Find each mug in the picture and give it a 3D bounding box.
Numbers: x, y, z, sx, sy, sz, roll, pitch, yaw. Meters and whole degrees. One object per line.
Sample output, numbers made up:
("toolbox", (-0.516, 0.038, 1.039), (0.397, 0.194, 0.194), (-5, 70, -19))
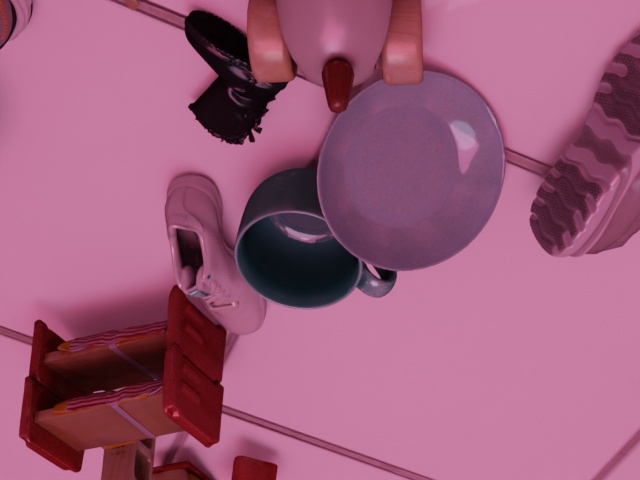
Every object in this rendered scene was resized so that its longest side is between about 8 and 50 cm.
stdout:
("mug", (-0.010, 0.000, 1.127), (0.129, 0.097, 0.158), (-22, 123, 24))

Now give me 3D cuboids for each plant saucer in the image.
("plant saucer", (0.083, -0.068, 1.057), (0.195, 0.037, 0.195), (-5, 107, -19))

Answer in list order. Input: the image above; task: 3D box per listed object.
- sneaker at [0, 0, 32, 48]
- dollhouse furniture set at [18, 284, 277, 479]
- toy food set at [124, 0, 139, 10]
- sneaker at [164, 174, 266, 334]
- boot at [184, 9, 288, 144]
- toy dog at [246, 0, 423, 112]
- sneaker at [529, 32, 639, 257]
("sneaker", (-0.368, -0.268, 0.955), (0.100, 0.108, 0.271), (-27, 119, 29))
("dollhouse furniture set", (-0.174, 0.227, 1.335), (0.201, 0.152, 0.374), (-13, 143, 18))
("toy food set", (-0.137, -0.262, 0.983), (0.122, 0.019, 0.078), (-28, 121, 19))
("sneaker", (-0.121, 0.039, 1.178), (0.080, 0.094, 0.212), (-12, 127, 16))
("boot", (-0.095, -0.152, 1.053), (0.121, 0.045, 0.099), (31, 133, -15))
("toy dog", (0.003, -0.238, 0.880), (0.220, 0.161, 0.334), (-20, 125, 13))
("sneaker", (0.309, -0.099, 1.019), (0.115, 0.105, 0.281), (5, 135, -35))
